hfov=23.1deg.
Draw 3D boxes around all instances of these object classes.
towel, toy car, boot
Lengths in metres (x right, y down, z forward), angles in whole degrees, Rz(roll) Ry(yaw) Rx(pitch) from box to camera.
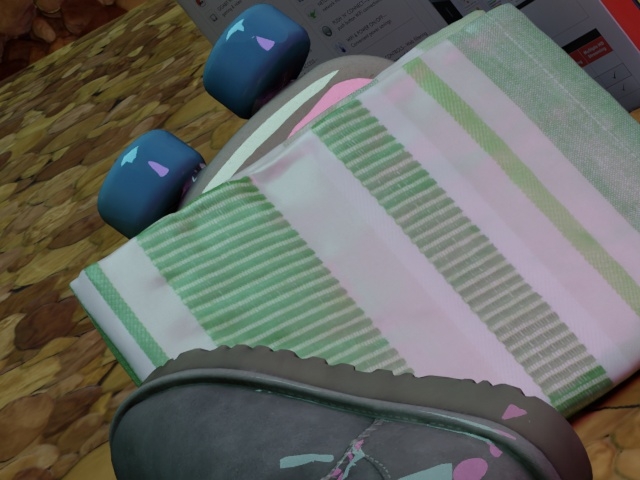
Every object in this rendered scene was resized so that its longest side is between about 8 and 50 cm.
[{"bbox_3d":[0.052,0.021,0.895,0.325,0.038,0.248,-34,64,-12],"label":"towel"},{"bbox_3d":[0.000,0.000,1.068,0.210,0.219,0.238,-52,-13,-12],"label":"toy car"},{"bbox_3d":[-0.043,0.115,0.406,0.190,0.076,0.208,-8,32,45],"label":"boot"}]

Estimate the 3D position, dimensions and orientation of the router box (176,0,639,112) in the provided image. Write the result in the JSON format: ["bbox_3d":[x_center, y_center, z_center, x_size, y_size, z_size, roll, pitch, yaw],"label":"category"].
[{"bbox_3d":[0.055,-0.181,1.079,0.082,0.301,0.335,-46,12,-35],"label":"router box"}]
